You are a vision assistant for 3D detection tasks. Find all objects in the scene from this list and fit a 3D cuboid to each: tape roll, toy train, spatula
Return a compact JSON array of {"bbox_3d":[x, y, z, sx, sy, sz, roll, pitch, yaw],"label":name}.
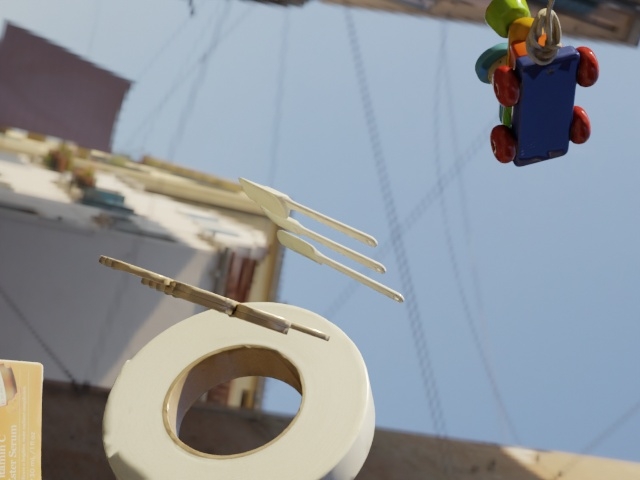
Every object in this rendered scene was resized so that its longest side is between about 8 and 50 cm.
[{"bbox_3d":[-0.118,0.248,1.758,0.392,0.392,0.072,-108,-175,-47],"label":"tape roll"},{"bbox_3d":[0.213,-0.206,1.269,0.248,0.105,0.143,82,-9,-52],"label":"toy train"},{"bbox_3d":[0.000,0.000,1.641,0.242,0.168,0.019,27,-115,38],"label":"spatula"}]

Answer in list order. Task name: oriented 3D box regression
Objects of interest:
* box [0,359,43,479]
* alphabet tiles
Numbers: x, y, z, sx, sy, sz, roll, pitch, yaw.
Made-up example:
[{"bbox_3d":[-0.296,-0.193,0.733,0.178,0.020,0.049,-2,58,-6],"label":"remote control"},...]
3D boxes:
[{"bbox_3d":[-0.354,0.177,1.144,0.091,0.170,0.130,-14,-106,41],"label":"box"},{"bbox_3d":[-0.135,0.076,1.524,0.021,0.278,0.284,-70,-163,-4],"label":"alphabet tiles"}]
